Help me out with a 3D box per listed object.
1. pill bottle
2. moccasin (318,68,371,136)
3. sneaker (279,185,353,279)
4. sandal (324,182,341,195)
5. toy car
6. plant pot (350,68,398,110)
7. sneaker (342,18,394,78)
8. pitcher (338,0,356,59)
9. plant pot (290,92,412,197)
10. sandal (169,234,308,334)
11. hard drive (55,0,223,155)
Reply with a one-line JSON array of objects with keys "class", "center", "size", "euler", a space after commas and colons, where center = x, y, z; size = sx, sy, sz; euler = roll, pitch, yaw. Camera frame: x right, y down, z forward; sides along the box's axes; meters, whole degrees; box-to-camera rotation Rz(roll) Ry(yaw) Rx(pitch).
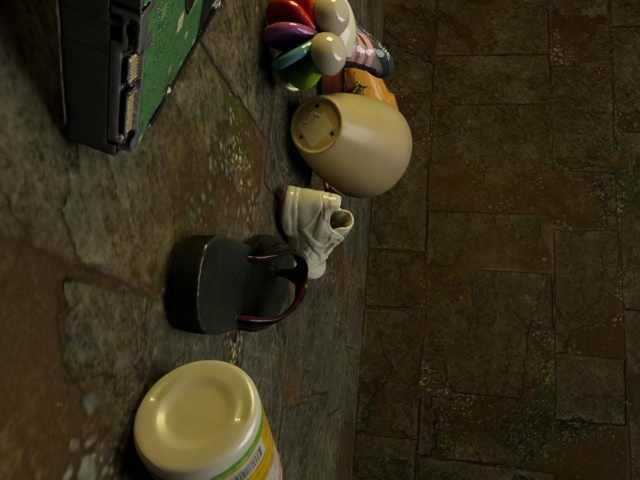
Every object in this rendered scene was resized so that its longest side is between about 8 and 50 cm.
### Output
[{"class": "pill bottle", "center": [-0.121, 0.270, 0.617], "size": [0.136, 0.137, 0.245], "euler": [-76, 164, -46]}, {"class": "moccasin", "center": [0.070, -0.378, 1.405], "size": [0.139, 0.147, 0.379], "euler": [17, 75, -79]}, {"class": "sneaker", "center": [0.000, 0.000, 1.135], "size": [0.305, 0.152, 0.114], "euler": [78, 16, -56]}, {"class": "sandal", "center": [0.061, -0.175, 1.588], "size": [0.240, 0.079, 0.088], "euler": [77, 19, -53]}, {"class": "toy car", "center": [-0.042, -0.369, 0.922], "size": [0.136, 0.159, 0.181], "euler": [13, 78, -44]}, {"class": "plant pot", "center": [0.119, -0.457, 1.576], "size": [0.205, 0.205, 0.187], "euler": [-71, 145, -55]}, {"class": "sneaker", "center": [0.059, -0.457, 1.243], "size": [0.319, 0.112, 0.130], "euler": [23, 91, -45]}, {"class": "pitcher", "center": [0.008, -0.469, 1.024], "size": [0.178, 0.126, 0.206], "euler": [-142, -141, -74]}, {"class": "plant pot", "center": [0.052, -0.238, 1.195], "size": [0.274, 0.257, 0.256], "euler": [2, 91, -63]}, {"class": "sandal", "center": [-0.089, 0.074, 0.805], "size": [0.446, 0.107, 0.167], "euler": [-1, 93, -79]}, {"class": "hard drive", "center": [-0.123, -0.265, 0.441], "size": [0.236, 0.064, 0.338], "euler": [122, -17, -51]}]
